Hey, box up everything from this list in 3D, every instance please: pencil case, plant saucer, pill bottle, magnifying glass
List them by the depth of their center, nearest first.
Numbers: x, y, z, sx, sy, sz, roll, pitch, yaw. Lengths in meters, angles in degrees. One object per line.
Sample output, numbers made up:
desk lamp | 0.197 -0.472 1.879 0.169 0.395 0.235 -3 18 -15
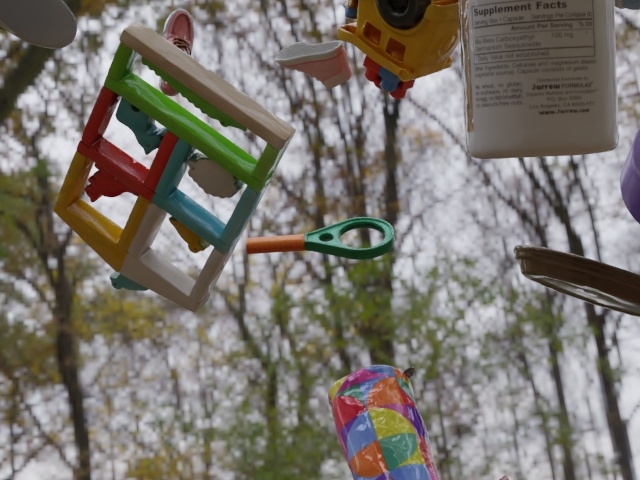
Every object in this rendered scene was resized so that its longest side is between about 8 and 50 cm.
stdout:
pill bottle | 0.183 -0.186 1.058 0.131 0.229 0.131 -3 5 0
pencil case | 0.079 0.237 1.305 0.104 0.236 0.104 -7 -47 -8
plant saucer | 0.419 0.068 1.875 0.278 0.041 0.278 20 -4 1
magnifying glass | 0.000 0.000 1.935 0.231 0.092 0.026 -5 -55 1

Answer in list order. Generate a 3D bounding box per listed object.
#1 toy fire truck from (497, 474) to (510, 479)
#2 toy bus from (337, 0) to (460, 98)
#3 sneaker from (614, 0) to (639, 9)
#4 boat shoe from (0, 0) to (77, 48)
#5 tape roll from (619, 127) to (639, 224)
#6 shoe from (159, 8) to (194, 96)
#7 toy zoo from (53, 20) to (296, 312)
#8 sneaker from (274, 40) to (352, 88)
toy fire truck | 0.167 0.323 1.409 0.135 0.047 0.192 -38 -11 -2
toy bus | 0.096 -0.313 1.757 0.149 0.220 0.211 -25 -34 -45
sneaker | 0.564 -0.415 1.727 0.319 0.208 0.127 -53 -19 13
boat shoe | -0.270 -0.203 1.042 0.142 0.049 0.040 27 -7 -13
tape roll | 0.516 -0.090 1.723 0.189 0.189 0.080 -6 -30 -4
shoe | -0.276 -0.376 2.472 0.063 0.178 0.081 11 -5 -24
toy zoo | -0.163 -0.052 1.269 0.030 0.192 0.293 -47 -9 -52
sneaker | -0.008 -0.256 1.850 0.134 0.051 0.070 4 -46 44
